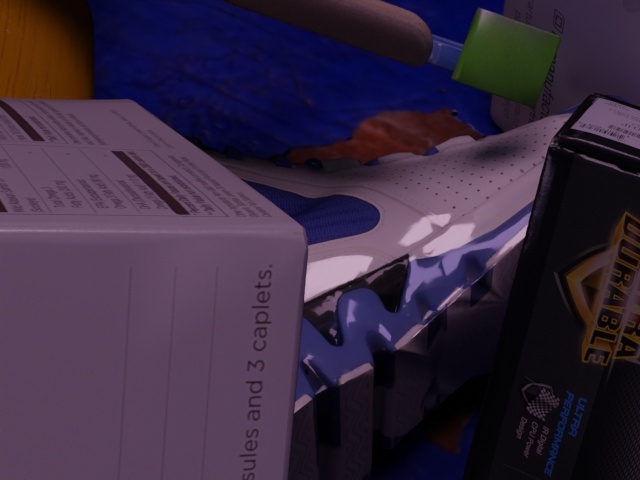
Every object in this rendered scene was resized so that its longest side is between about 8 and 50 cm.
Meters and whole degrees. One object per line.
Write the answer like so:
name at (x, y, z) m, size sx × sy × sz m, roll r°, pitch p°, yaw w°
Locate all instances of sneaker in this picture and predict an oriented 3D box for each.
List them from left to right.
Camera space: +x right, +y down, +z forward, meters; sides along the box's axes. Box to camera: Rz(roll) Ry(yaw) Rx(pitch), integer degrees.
sneaker at (-0.001, 0.001, 0.738) m, size 0.315 × 0.127 × 0.182 m, roll -33°, pitch 57°, yaw -30°

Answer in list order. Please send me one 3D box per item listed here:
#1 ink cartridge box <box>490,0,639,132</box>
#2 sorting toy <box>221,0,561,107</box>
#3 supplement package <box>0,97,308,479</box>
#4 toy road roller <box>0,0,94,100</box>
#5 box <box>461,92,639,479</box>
ink cartridge box at (0.212, -0.072, 0.777) m, size 0.114 × 0.197 × 0.273 m, roll -24°, pitch 50°, yaw -24°
sorting toy at (-0.051, -0.133, 0.701) m, size 0.347 × 0.047 × 0.196 m, roll 17°, pitch 10°, yaw -14°
supplement package at (-0.165, 0.067, 0.474) m, size 0.262 × 0.199 × 0.198 m, roll 0°, pitch 14°, yaw -21°
toy road roller at (-0.235, -0.055, 0.634) m, size 0.240 × 0.329 × 0.202 m, roll -30°, pitch 40°, yaw 20°
box at (0.147, 0.075, 0.605) m, size 0.175 × 0.220 × 0.051 m, roll 22°, pitch 32°, yaw 17°
